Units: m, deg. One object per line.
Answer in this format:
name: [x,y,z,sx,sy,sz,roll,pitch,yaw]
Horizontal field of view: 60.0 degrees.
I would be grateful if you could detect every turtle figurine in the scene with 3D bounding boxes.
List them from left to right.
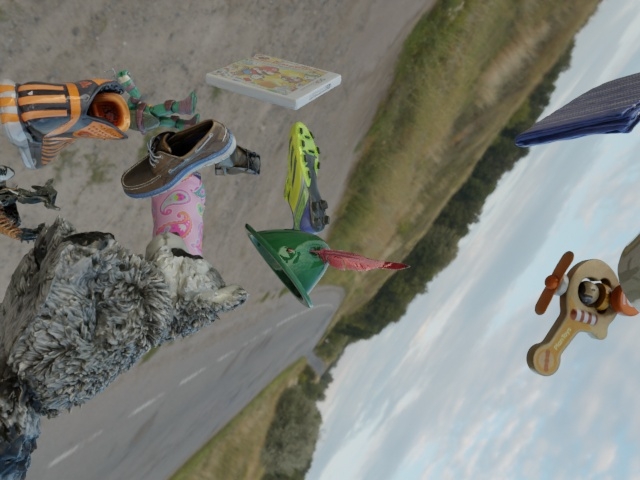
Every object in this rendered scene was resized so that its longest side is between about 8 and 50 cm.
turtle figurine: [-0.404,-0.303,1.284,0.175,0.234,0.118,114,-18,-79]

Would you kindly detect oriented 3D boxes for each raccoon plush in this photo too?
raccoon plush: [-0.293,0.180,0.775,0.216,0.299,0.446,1,-112,49]

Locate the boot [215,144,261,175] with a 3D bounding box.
boot: [-0.175,-0.188,1.206,0.219,0.106,0.082,162,-70,-78]

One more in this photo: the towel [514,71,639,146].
towel: [0.572,-0.268,1.089,0.336,0.040,0.243,-31,-165,-27]

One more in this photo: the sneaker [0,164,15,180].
sneaker: [-0.597,-0.126,1.019,0.083,0.037,0.032,4,97,-63]

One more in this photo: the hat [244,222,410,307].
hat: [0.000,0.000,0.959,0.183,0.208,0.173,-39,-147,-11]

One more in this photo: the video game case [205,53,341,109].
video game case: [-0.099,-0.354,1.216,0.206,0.227,0.026,-45,149,-49]

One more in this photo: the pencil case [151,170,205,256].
pencil case: [-0.285,-0.004,1.117,0.124,0.124,0.284,114,-26,-55]

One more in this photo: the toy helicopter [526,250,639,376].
toy helicopter: [0.641,0.190,1.433,0.355,0.235,0.140,-48,-171,-14]

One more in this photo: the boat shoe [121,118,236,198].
boat shoe: [-0.217,-0.126,0.803,0.183,0.066,0.066,-28,150,4]

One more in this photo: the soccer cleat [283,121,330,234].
soccer cleat: [-0.057,-0.153,1.413,0.121,0.289,0.093,-8,-177,32]

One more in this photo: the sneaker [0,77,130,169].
sneaker: [-0.419,-0.193,0.946,0.180,0.125,0.321,-7,-174,-20]

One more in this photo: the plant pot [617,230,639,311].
plant pot: [0.769,0.038,1.103,0.334,0.334,0.305,-52,167,-14]

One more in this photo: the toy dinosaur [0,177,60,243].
toy dinosaur: [-0.758,-0.061,1.325,0.218,0.322,0.164,5,128,-42]
